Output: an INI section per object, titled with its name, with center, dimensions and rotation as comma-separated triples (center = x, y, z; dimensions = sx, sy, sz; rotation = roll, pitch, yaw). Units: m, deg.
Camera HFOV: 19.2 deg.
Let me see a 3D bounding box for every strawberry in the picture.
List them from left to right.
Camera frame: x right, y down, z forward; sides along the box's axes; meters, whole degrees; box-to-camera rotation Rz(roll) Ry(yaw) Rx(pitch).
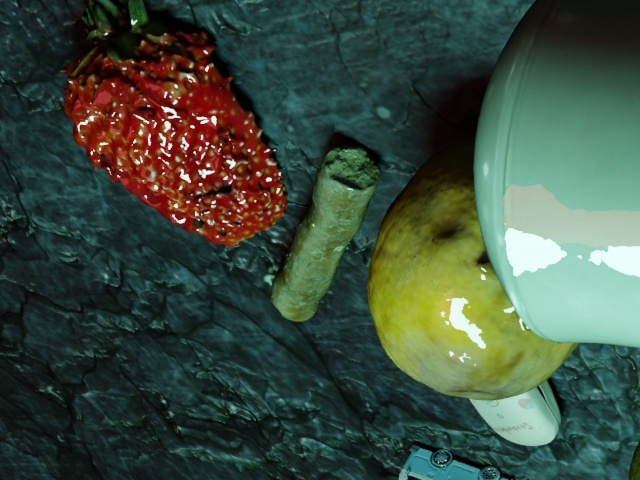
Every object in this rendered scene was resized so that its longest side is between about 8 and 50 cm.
[strawberry]
center = -0.148, -0.098, 1.786
dimensions = 0.188, 0.106, 0.286
rotation = -14, 121, 50

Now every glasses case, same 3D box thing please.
[glasses case]
center = 0.163, 0.116, 1.798
dimensions = 0.081, 0.051, 0.204
rotation = -6, 126, 44

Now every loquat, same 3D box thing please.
[loquat]
center = 0.136, 0.022, 1.560
dimensions = 0.193, 0.238, 0.238
rotation = 32, 147, -12

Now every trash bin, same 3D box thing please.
[trash bin]
center = 0.317, -0.045, 1.293
dimensions = 0.432, 0.280, 0.280
rotation = 9, 136, 30

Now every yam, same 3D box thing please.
[yam]
center = 0.000, 0.000, 1.806
dimensions = 0.061, 0.061, 0.253
rotation = 34, 145, 6

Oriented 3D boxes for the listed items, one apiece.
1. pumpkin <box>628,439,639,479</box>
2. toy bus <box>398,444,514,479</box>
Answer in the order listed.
[pumpkin]
center = 0.372, 0.211, 1.620
dimensions = 0.219, 0.162, 0.219
rotation = 17, -174, -2
[toy bus]
center = 0.136, 0.269, 1.976
dimensions = 0.123, 0.075, 0.060
rotation = 17, 140, 27
